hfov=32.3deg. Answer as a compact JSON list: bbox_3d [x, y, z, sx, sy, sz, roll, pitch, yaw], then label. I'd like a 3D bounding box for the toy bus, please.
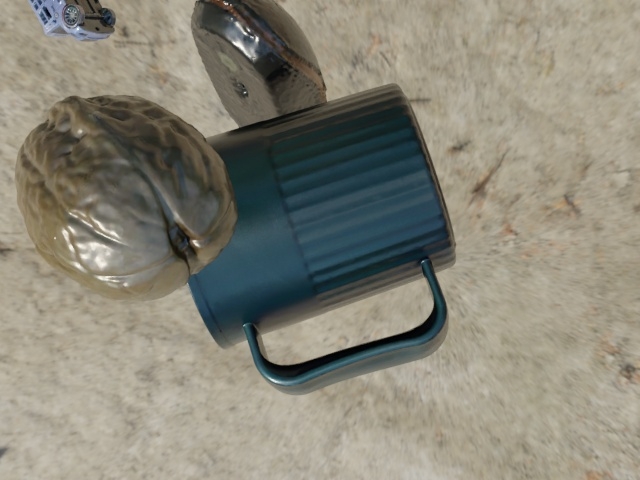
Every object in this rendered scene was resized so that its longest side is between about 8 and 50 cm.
[{"bbox_3d":[-0.338,-0.321,1.434,0.076,0.073,0.167,-36,78,29],"label":"toy bus"}]

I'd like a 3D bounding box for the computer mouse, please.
[{"bbox_3d":[-0.070,-0.230,1.493,0.116,0.323,0.183,-44,66,-12],"label":"computer mouse"}]

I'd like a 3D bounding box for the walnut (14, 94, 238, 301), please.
[{"bbox_3d":[-0.183,-0.047,0.990,0.178,0.178,0.230,-48,56,3],"label":"walnut"}]

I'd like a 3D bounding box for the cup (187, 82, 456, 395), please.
[{"bbox_3d":[-0.006,-0.015,1.252,0.292,0.308,0.242,-19,128,2],"label":"cup"}]
